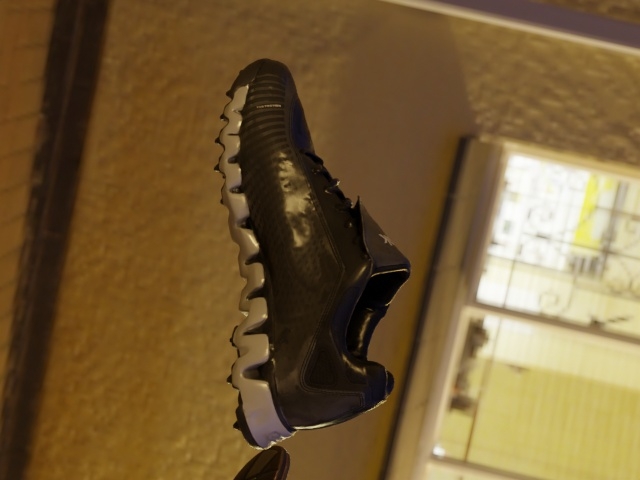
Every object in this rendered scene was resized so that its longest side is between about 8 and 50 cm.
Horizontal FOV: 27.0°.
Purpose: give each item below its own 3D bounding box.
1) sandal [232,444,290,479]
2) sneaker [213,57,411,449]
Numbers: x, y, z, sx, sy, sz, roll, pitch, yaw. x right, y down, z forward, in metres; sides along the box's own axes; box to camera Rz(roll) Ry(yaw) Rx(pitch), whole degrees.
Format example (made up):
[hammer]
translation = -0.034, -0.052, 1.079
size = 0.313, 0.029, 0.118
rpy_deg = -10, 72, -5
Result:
[sandal]
translation = -0.068, 0.322, 1.380
size = 0.090, 0.060, 0.219
rpy_deg = -15, -122, 51
[sneaker]
translation = 0.000, 0.000, 0.777
size = 0.078, 0.106, 0.234
rpy_deg = 42, 41, -65
